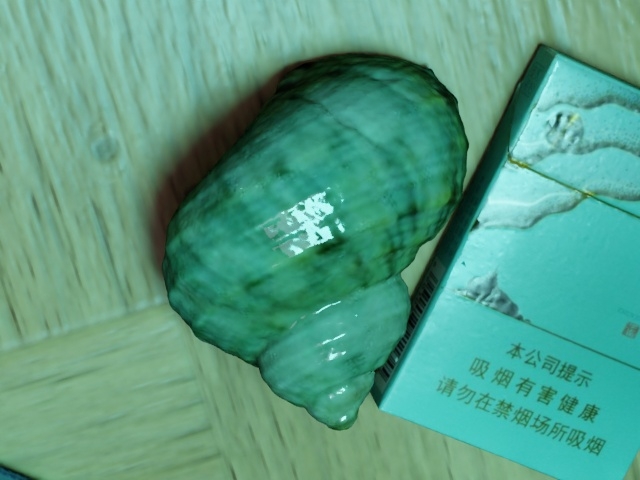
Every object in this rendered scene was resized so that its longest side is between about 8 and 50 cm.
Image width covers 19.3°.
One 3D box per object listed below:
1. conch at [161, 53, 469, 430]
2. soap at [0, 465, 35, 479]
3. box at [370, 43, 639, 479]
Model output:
[{"bbox_3d":[0.002,-0.002,1.021,0.176,0.122,0.188,-2,114,-34],"label":"conch"},{"bbox_3d":[-0.242,0.188,1.064,0.293,0.077,0.156,26,103,-15],"label":"soap"},{"bbox_3d":[0.149,0.021,1.091,0.162,0.041,0.229,23,102,-16],"label":"box"}]
